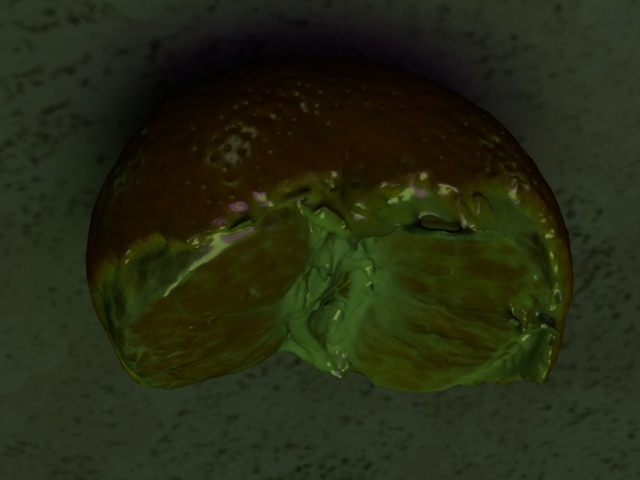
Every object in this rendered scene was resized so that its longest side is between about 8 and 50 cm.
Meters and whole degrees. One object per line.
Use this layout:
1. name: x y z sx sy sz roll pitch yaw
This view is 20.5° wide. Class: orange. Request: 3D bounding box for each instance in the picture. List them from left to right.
1. orange: 0.002 -0.004 0.888 0.237 0.158 0.179 1 142 -8
